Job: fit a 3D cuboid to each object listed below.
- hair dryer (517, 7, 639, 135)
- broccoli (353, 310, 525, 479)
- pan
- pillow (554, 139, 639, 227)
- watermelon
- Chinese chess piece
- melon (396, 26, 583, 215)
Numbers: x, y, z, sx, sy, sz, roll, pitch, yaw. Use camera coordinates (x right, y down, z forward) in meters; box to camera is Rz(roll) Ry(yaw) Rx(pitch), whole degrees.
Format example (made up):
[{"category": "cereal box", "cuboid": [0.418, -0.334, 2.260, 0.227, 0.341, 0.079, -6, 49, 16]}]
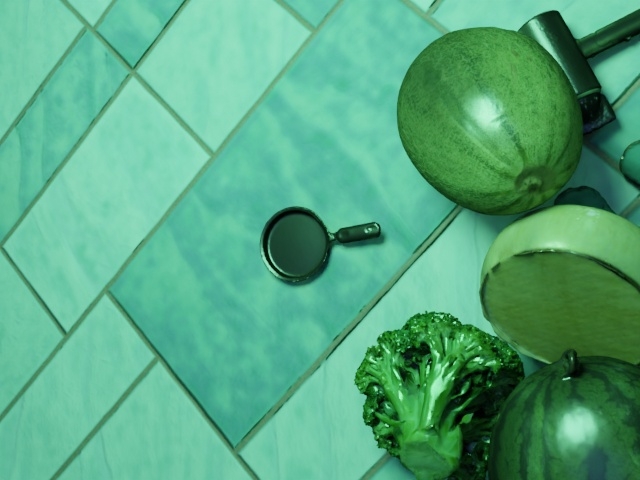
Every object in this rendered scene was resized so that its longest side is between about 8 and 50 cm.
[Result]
[{"category": "hair dryer", "cuboid": [0.453, -0.291, 1.037, 0.248, 0.078, 0.196, -27, 76, 12]}, {"category": "broccoli", "cuboid": [0.178, 0.240, 1.011, 0.261, 0.241, 0.269, 38, 129, 2]}, {"category": "pan", "cuboid": [0.000, 0.000, 1.207, 0.235, 0.028, 0.136, -9, 82, 24]}, {"category": "pillow", "cuboid": [0.477, -0.036, 0.987, 0.233, 0.086, 0.214, -39, 66, 12]}, {"category": "watermelon", "cuboid": [0.356, 0.303, 0.865, 0.278, 0.279, 0.360, -16, 92, 20]}, {"category": "Chinese chess piece", "cuboid": [0.350, 0.071, 0.942, 0.257, 0.257, 0.104, 15, 49, 23]}, {"category": "melon", "cuboid": [0.240, -0.173, 0.987, 0.248, 0.248, 0.329, -36, 34, 15]}]
